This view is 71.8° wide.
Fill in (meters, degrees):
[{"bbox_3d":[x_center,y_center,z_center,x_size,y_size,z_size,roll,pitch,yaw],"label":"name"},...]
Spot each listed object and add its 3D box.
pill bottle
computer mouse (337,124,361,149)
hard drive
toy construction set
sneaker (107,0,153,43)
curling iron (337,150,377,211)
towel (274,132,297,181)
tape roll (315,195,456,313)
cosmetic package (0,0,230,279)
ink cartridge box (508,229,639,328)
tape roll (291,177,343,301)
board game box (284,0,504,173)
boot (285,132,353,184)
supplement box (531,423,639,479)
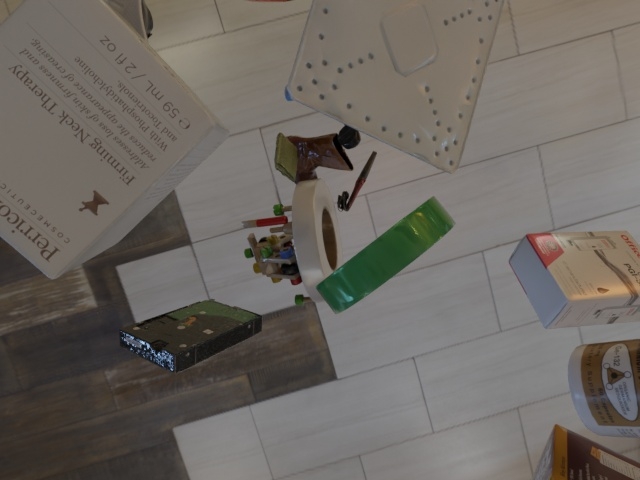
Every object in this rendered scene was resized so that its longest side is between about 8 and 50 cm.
[{"bbox_3d":[0.469,0.191,0.578,0.131,0.229,0.131,14,65,-33],"label":"pill bottle"},{"bbox_3d":[0.086,-0.371,1.438,0.071,0.242,0.041,-35,132,25],"label":"computer mouse"},{"bbox_3d":[-0.365,0.264,1.291,0.237,0.339,0.064,12,106,30],"label":"hard drive"},{"bbox_3d":[-0.161,0.024,1.385,0.238,0.257,0.308,-6,141,17],"label":"toy construction set"},{"bbox_3d":[-0.462,-0.486,1.092,0.105,0.147,0.295,-1,94,-7],"label":"sneaker"},{"bbox_3d":[0.137,-0.212,1.555,0.274,0.035,0.068,-56,142,-22],"label":"curling iron"},{"bbox_3d":[-0.115,-0.275,1.463,0.027,0.110,0.148,-14,59,27],"label":"towel"},{"bbox_3d":[0.137,0.032,0.954,0.321,0.321,0.077,-38,84,2],"label":"tape roll"},{"bbox_3d":[-0.436,-0.202,0.855,0.394,0.327,0.329,-43,103,3],"label":"cosmetic package"},{"bbox_3d":[0.637,0.085,1.053,0.283,0.207,0.117,-3,138,-10],"label":"ink cartridge box"},{"bbox_3d":[0.000,0.000,1.386,0.072,0.392,0.391,-8,99,12],"label":"tape roll"},{"bbox_3d":[0.153,-0.369,0.823,0.390,0.050,0.389,17,87,-28],"label":"board game box"},{"bbox_3d":[0.009,-0.276,1.602,0.096,0.281,0.264,-51,132,-32],"label":"boot"},{"bbox_3d":[0.447,0.429,0.698,0.194,0.191,0.128,21,103,26],"label":"supplement box"}]
